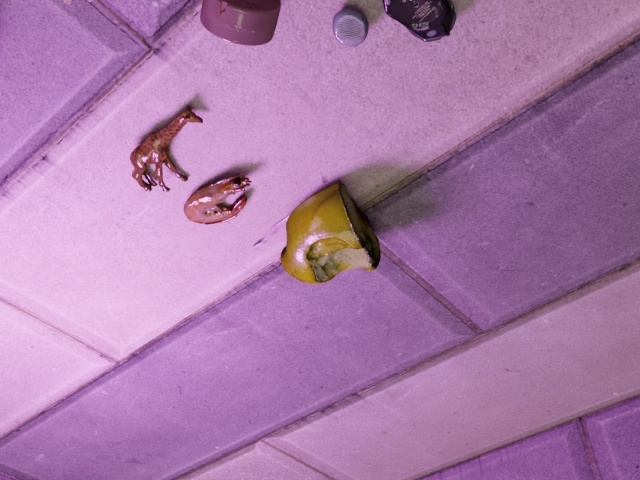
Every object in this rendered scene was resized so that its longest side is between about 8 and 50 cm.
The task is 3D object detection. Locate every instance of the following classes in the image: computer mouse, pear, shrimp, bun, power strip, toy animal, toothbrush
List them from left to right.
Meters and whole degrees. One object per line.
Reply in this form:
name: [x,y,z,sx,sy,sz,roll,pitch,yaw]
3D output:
toy animal: [-0.377,-0.217,1.652,0.149,0.054,0.275,11,133,-14]
shrimp: [-0.250,-0.100,1.765,0.236,0.053,0.133,-29,126,30]
power strip: [-0.156,-0.453,1.352,0.154,0.154,0.078,12,130,-11]
toothbrush: [-0.117,-0.033,1.852,0.017,0.022,0.204,26,130,-36]
pear: [0.000,0.000,1.782,0.255,0.164,0.238,-19,134,17]
bun: [0.062,-0.445,1.429,0.083,0.045,0.083,1,131,1]
computer mouse: [0.193,-0.480,1.384,0.106,0.062,0.192,-35,131,28]

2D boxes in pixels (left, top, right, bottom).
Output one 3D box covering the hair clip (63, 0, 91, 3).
hair clip: [-0.469,-0.506,1.372,0.214,0.056,0.062,-7,118,-5]
